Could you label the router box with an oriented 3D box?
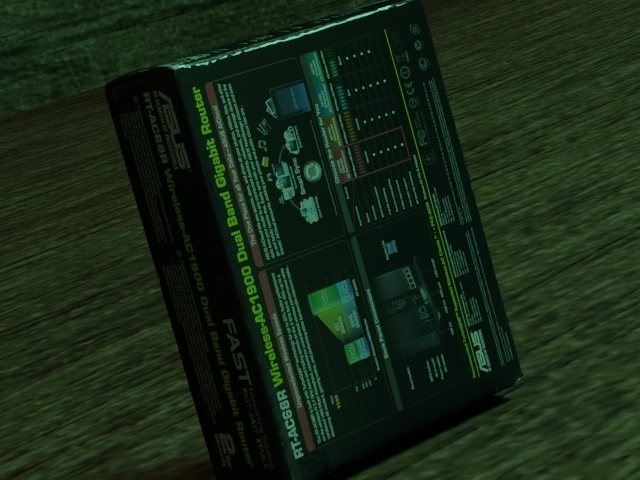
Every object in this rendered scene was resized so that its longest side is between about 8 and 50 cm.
[{"bbox_3d":[0.000,0.000,0.546,0.092,0.122,0.038,-20,8,-37],"label":"router box"}]
